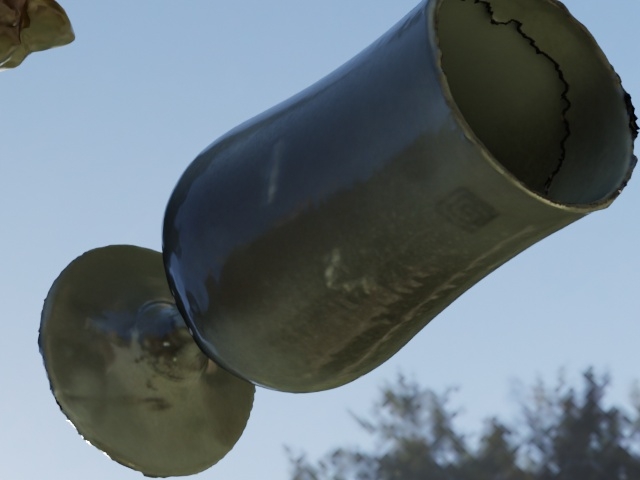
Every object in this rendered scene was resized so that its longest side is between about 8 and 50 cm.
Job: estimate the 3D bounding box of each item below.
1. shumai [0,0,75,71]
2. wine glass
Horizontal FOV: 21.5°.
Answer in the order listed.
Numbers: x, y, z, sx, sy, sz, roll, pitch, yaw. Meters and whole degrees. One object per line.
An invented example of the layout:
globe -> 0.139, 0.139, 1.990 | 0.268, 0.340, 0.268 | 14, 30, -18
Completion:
shumai -> -0.308, -0.134, 0.970 | 0.323, 0.324, 0.397 | -25, 2, 25
wine glass -> 0.000, 0.000, 0.599 | 0.103, 0.103, 0.231 | -11, -16, -46
